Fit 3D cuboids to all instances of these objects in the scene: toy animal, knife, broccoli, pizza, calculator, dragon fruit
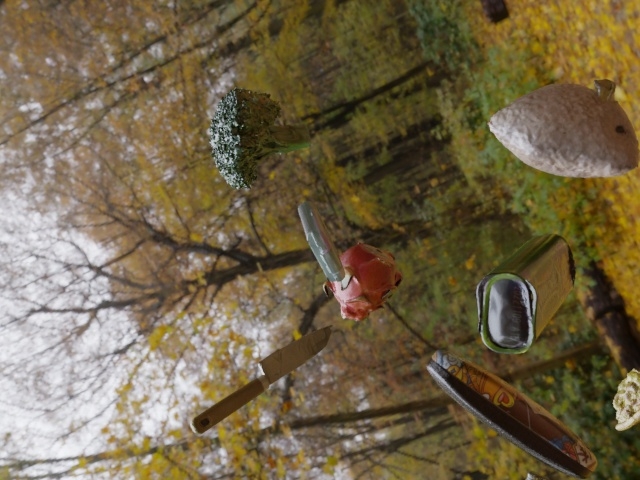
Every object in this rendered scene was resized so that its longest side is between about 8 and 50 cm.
[{"bbox_3d":[0.594,-0.273,1.761,0.188,0.359,0.226,83,-156,-67],"label":"toy animal"},{"bbox_3d":[-0.082,0.206,1.126,0.298,0.017,0.047,-28,-96,-34],"label":"knife"},{"bbox_3d":[-0.111,-0.194,1.348,0.194,0.194,0.219,43,-150,-60],"label":"broccoli"},{"bbox_3d":[0.682,0.344,1.576,0.036,0.160,0.099,9,-143,-22],"label":"pizza"},{"bbox_3d":[0.000,0.000,1.648,0.141,0.045,0.246,63,-177,-25],"label":"calculator"},{"bbox_3d":[0.135,0.126,2.208,0.224,0.227,0.224,23,-157,-11],"label":"dragon fruit"}]

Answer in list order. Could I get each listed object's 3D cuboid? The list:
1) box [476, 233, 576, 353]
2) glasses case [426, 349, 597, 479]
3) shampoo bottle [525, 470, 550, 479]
[{"bbox_3d":[0.366,0.082,1.250,0.345,0.097,0.134,-20,-77,-59],"label":"box"},{"bbox_3d":[0.325,0.295,1.238,0.321,0.082,0.122,35,178,10],"label":"glasses case"},{"bbox_3d":[0.437,0.570,1.530,0.079,0.079,0.162,-4,-74,-77],"label":"shampoo bottle"}]
